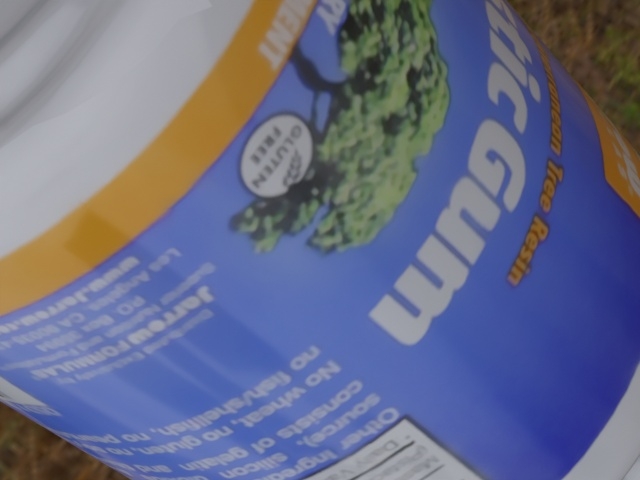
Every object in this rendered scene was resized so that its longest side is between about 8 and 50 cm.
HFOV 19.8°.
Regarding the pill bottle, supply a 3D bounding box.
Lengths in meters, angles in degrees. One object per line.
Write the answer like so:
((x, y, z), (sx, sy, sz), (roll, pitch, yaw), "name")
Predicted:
((0.000, 0.000, 0.465), (0.152, 0.152, 0.272), (-13, 145, 33), "pill bottle")
